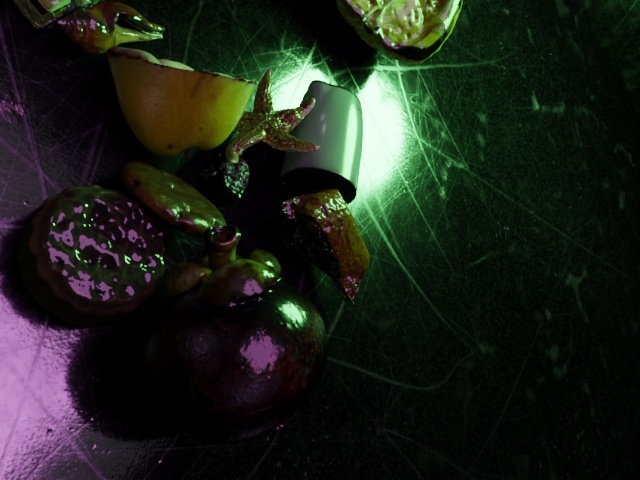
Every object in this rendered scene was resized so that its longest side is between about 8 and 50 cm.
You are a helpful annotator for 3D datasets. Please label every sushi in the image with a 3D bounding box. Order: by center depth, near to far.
[{"bbox_3d":[-0.180,-0.130,1.339,0.084,0.056,0.083,50,52,-21],"label":"sushi"},{"bbox_3d":[0.001,0.000,1.416,0.140,0.149,0.287,-45,136,-22],"label":"sushi"}]

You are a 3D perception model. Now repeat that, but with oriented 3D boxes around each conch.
[{"bbox_3d":[-0.373,-0.383,1.225,0.080,0.086,0.233,45,44,4],"label":"conch"}]

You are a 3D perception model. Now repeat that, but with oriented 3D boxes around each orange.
[{"bbox_3d":[0.168,-0.607,1.659,0.369,0.210,0.271,40,93,-24],"label":"orange"}]

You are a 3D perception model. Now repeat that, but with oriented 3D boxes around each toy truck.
[{"bbox_3d":[-0.428,-0.435,1.175,0.077,0.100,0.169,54,50,-14],"label":"toy truck"}]

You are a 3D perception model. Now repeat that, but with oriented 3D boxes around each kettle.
[{"bbox_3d":[0.022,-0.193,1.479,0.221,0.161,0.236,42,48,-48],"label":"kettle"}]

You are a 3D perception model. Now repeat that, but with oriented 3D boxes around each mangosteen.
[{"bbox_3d":[-0.144,0.171,1.128,0.330,0.330,0.329,13,70,-39],"label":"mangosteen"}]

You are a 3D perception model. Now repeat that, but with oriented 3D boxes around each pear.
[{"bbox_3d":[-0.257,-0.235,1.227,0.267,0.267,0.177,7,100,-40],"label":"pear"}]

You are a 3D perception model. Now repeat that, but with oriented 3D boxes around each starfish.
[{"bbox_3d":[-0.108,-0.231,1.359,0.236,0.062,0.277,12,49,6],"label":"starfish"}]

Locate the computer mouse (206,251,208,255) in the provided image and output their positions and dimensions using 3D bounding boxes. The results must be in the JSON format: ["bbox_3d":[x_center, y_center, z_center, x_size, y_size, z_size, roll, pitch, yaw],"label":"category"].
[{"bbox_3d":[-0.194,0.046,1.297,0.056,0.032,0.110,32,51,-33],"label":"computer mouse"}]

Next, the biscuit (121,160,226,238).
[{"bbox_3d":[-0.247,-0.071,1.190,0.212,0.212,0.036,29,104,-32],"label":"biscuit"}]

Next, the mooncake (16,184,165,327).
[{"bbox_3d":[-0.357,0.020,1.099,0.228,0.124,0.228,13,69,-37],"label":"mooncake"}]
